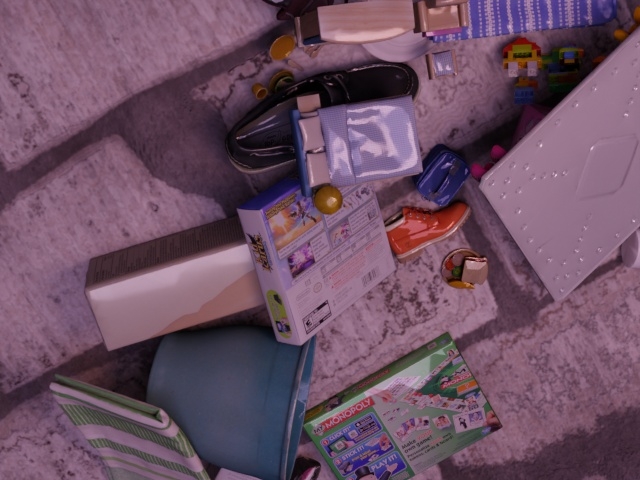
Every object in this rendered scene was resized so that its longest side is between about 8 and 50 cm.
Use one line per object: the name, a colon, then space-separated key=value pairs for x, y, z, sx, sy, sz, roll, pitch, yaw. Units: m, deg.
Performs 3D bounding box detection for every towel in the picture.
towel: x=-0.308 y=0.355 z=1.928 sx=0.248 sy=0.038 sz=0.325 roll=13 pitch=143 yaw=24
towel: x=0.327 y=-0.449 z=1.819 sx=0.336 sy=0.040 sz=0.243 roll=-9 pitch=110 yaw=-16

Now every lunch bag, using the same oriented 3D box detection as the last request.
lunch bag: x=0.204 y=-0.109 z=1.942 sx=0.067 sy=0.065 sz=0.098 roll=32 pitch=102 yaw=-17

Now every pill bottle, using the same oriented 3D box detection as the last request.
pill bottle: x=0.639 y=0.017 z=2.028 sx=0.184 sy=0.103 sz=0.103 roll=4 pitch=109 yaw=-9

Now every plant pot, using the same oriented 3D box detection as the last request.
plant pot: x=-0.156 y=0.261 z=1.939 sx=0.255 sy=0.271 sz=0.272 roll=10 pitch=109 yaw=5

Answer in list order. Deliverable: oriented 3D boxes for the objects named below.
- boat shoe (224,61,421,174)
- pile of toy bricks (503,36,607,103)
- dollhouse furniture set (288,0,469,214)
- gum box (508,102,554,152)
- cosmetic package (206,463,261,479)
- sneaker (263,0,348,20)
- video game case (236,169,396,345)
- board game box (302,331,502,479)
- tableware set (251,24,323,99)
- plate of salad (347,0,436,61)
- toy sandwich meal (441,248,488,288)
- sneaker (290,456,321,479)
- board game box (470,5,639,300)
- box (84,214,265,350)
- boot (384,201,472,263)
boat shoe: x=0.002 y=-0.211 z=1.832 sx=0.340 sy=0.113 sz=0.127 roll=-18 pitch=76 yaw=2
pile of toy bricks: x=0.412 y=-0.289 z=1.890 sx=0.212 sy=0.105 sz=0.118 roll=-1 pitch=140 yaw=9
dollhouse furniture set: x=0.108 y=-0.201 z=1.693 sx=0.286 sy=0.198 sz=0.303 roll=-9 pitch=99 yaw=-9
gum box: x=0.362 y=-0.130 z=1.934 sx=0.062 sy=0.107 sz=0.188 roll=12 pitch=108 yaw=-12
cosmetic package: x=-0.167 y=0.478 z=2.098 sx=0.117 sy=0.085 sz=0.231 roll=23 pitch=104 yaw=-15
sneaker: x=-0.062 y=-0.469 z=1.755 sx=0.162 sy=0.106 sz=0.281 roll=-15 pitch=112 yaw=1
video game case: x=0.000 y=0.000 z=1.874 sx=0.269 sy=0.061 sz=0.244 roll=-35 pitch=120 yaw=-41
board game box: x=0.151 y=0.335 z=2.109 sx=0.317 sy=0.046 sz=0.213 roll=-29 pitch=110 yaw=4
tableware set: x=-0.051 y=-0.287 z=1.834 sx=0.154 sy=0.024 sz=0.104 roll=-47 pitch=146 yaw=11
plate of salad: x=0.127 y=-0.386 z=1.815 sx=0.200 sy=0.048 sz=0.200 roll=-10 pitch=112 yaw=-25
toy sandwich meal: x=0.259 y=0.054 z=2.029 sx=0.085 sy=0.029 sz=0.086 roll=-3 pitch=110 yaw=-7
sneaker: x=-0.036 y=0.484 z=2.135 sx=0.077 sy=0.072 sz=0.178 roll=16 pitch=116 yaw=-25
board game box: x=0.455 y=-0.131 z=1.861 sx=0.390 sy=0.050 sz=0.390 roll=-44 pitch=138 yaw=-1
box: x=-0.227 y=0.063 z=1.905 sx=0.311 sy=0.148 sz=0.121 roll=-16 pitch=112 yaw=0
boot: x=0.184 y=-0.034 z=1.973 sx=0.158 sy=0.059 sz=0.085 roll=-32 pitch=106 yaw=6
